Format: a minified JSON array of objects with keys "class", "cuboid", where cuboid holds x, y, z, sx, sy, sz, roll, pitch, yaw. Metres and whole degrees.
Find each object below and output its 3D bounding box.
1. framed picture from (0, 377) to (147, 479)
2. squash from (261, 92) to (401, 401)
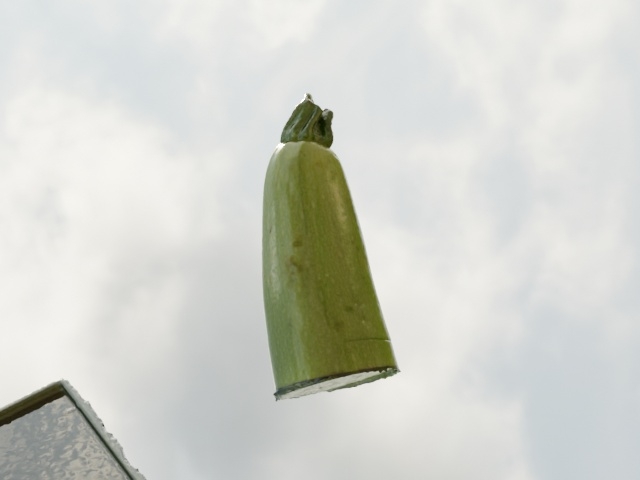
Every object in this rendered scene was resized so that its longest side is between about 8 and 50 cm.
[{"class":"framed picture","cuboid":[-0.205,0.172,1.207,0.192,0.265,0.018,-27,-66,-12]},{"class":"squash","cuboid":[0.000,0.000,1.428,0.094,0.094,0.224,8,-109,-50]}]
